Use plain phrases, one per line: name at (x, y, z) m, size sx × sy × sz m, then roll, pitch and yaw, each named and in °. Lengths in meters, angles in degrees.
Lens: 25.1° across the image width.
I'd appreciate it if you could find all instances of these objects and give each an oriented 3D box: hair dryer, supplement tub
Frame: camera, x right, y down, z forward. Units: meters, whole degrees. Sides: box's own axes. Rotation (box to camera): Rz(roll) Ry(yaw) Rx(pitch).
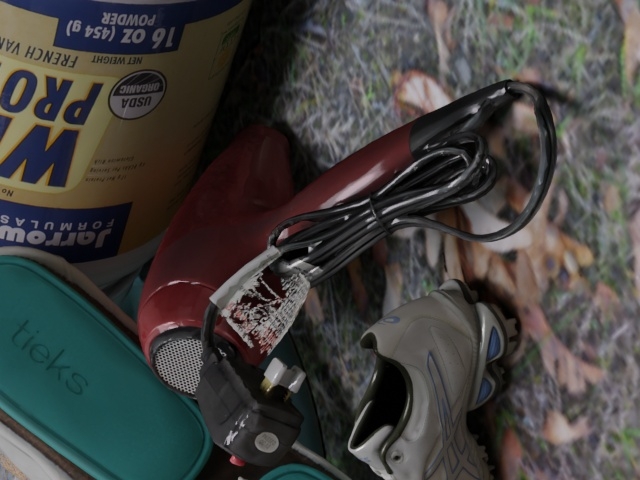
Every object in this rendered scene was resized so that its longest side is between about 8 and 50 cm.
hair dryer at (0.000, 0.000, 0.758) m, size 0.080 × 0.223 × 0.293 m, roll 51°, pitch 173°, yaw -27°
supplement tub at (-0.173, -0.110, 0.886) m, size 0.228 × 0.228 × 0.316 m, roll 56°, pitch 140°, yaw 34°

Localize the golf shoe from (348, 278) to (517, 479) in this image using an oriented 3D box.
golf shoe at (0.045, 0.108, 0.741) m, size 0.069 × 0.086 × 0.176 m, roll 27°, pitch 123°, yaw 51°

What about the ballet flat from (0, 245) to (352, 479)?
ballet flat at (-0.068, 0.161, 0.830) m, size 0.400 × 0.139 × 0.139 m, roll 43°, pitch 140°, yaw 5°

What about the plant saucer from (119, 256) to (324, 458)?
plant saucer at (-0.096, 0.146, 1.024) m, size 0.317 × 0.043 × 0.318 m, roll 24°, pitch 118°, yaw 55°

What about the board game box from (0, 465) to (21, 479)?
board game box at (-0.283, 0.215, 1.332) m, size 0.154 × 0.026 × 0.103 m, roll 116°, pitch 152°, yaw -44°

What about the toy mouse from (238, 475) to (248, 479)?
toy mouse at (0.052, 0.164, 0.708) m, size 0.161 × 0.031 × 0.143 m, roll 51°, pitch 150°, yaw -18°

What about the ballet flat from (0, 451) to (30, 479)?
ballet flat at (-0.238, 0.058, 1.010) m, size 0.316 × 0.107 × 0.106 m, roll 41°, pitch 144°, yaw 13°
